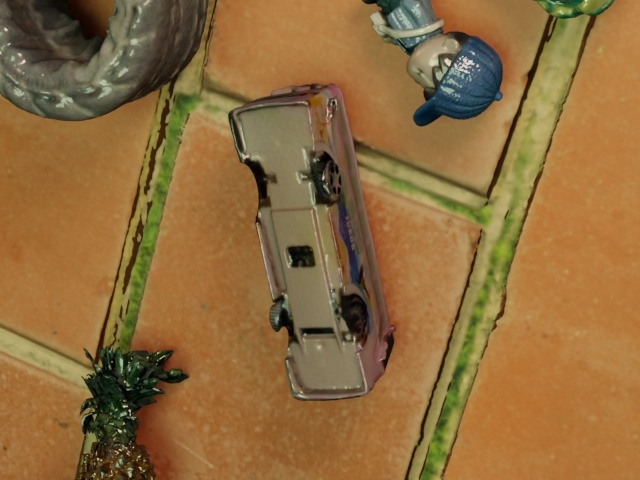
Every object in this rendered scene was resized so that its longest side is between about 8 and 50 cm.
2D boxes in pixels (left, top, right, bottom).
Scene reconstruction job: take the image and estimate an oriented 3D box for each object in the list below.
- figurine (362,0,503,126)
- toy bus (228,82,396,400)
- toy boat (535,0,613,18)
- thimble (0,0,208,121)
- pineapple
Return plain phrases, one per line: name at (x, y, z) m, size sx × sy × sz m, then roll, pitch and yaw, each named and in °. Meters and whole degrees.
figurine at (0.093, -0.167, 1.409) m, size 0.087 × 0.086 × 0.149 m, roll -30°, pitch 80°, yaw -11°
toy bus at (-0.001, 0.000, 1.476) m, size 0.090 × 0.112 × 0.274 m, roll -5°, pitch 105°, yaw 24°
toy boat at (0.147, -0.309, 1.321) m, size 0.108 × 0.099 × 0.293 m, roll -36°, pitch 99°, yaw 27°
thimble at (-0.209, -0.232, 1.458) m, size 0.205 × 0.172 × 0.236 m, roll -17°, pitch 102°, yaw 24°
pineapple at (-0.193, 0.211, 1.626) m, size 0.103 × 0.083 × 0.221 m, roll 7°, pitch 98°, yaw 4°
